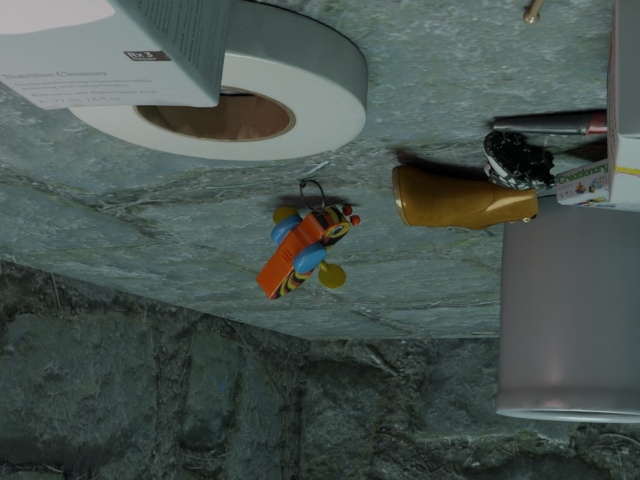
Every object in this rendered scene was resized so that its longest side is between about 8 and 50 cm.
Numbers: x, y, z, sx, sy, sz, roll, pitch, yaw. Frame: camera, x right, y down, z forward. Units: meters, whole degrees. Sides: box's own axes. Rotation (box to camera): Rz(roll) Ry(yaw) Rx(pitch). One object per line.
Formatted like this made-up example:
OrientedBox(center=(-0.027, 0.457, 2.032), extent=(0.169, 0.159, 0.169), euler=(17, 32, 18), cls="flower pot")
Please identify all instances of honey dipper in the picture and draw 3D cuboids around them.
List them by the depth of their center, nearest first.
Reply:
OrientedBox(center=(0.225, -0.253, 0.952), extent=(0.030, 0.030, 0.160), euler=(3, 169, 0), cls="honey dipper")

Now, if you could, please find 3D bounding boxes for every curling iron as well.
OrientedBox(center=(0.378, -0.155, 1.315), extent=(0.274, 0.035, 0.068), euler=(0, 167, 12), cls="curling iron")

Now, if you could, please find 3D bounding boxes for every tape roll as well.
OrientedBox(center=(-0.131, -0.192, 1.215), extent=(0.392, 0.072, 0.392), euler=(4, 166, 1), cls="tape roll")

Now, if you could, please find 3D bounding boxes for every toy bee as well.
OrientedBox(center=(0.000, 0.000, 1.817), extent=(0.162, 0.195, 0.298), euler=(-17, 171, -40), cls="toy bee")

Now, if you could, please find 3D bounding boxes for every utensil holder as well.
OrientedBox(center=(0.495, 0.136, 1.769), extent=(0.328, 0.385, 0.327), euler=(4, 167, 1), cls="utensil holder")

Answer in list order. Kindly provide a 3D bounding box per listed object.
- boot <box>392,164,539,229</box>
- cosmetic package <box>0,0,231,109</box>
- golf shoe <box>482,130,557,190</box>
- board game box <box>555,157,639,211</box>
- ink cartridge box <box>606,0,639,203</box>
OrientedBox(center=(0.250, -0.078, 1.578), extent=(0.211, 0.104, 0.295), euler=(-7, 169, 21), cls="boot")
OrientedBox(center=(-0.241, -0.250, 0.806), extent=(0.217, 0.156, 0.385), euler=(1, 168, 19), cls="cosmetic package")
OrientedBox(center=(0.280, -0.112, 1.438), extent=(0.094, 0.077, 0.198), euler=(-6, 163, 36), cls="golf shoe")
OrientedBox(center=(0.542, -0.087, 1.460), extent=(0.305, 0.053, 0.193), euler=(4, 168, -31), cls="board game box")
OrientedBox(center=(0.400, -0.151, 1.028), extent=(0.168, 0.171, 0.232), euler=(0, 166, 14), cls="ink cartridge box")
